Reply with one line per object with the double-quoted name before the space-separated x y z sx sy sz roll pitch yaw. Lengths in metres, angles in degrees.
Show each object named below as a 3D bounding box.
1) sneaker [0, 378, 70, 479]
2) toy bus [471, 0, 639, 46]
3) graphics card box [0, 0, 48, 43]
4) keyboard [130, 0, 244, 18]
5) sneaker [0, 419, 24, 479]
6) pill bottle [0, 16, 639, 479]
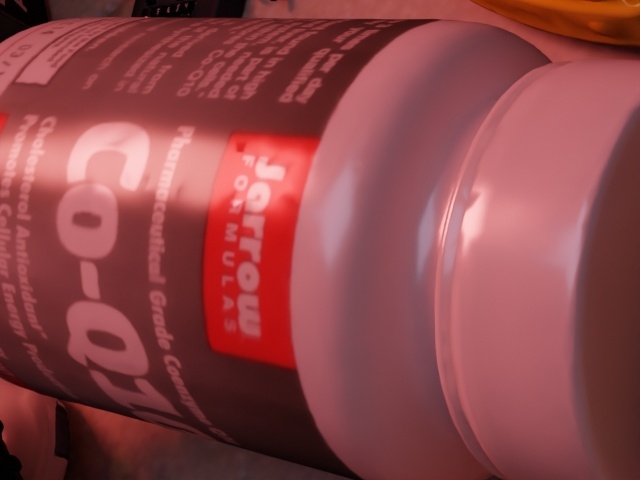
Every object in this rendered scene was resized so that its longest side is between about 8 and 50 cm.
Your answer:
"sneaker" -0.242 0.079 0.644 0.235 0.153 0.094 17 84 40
"toy bus" 0.085 -0.212 0.475 0.149 0.211 0.220 28 89 42
"graphics card box" -0.350 -0.149 0.673 0.233 0.371 0.094 -31 56 23
"keyboard" -0.054 -0.179 0.680 0.100 0.038 0.192 2 75 37
"sneaker" -0.173 0.087 0.551 0.276 0.097 0.135 41 98 -2
"pill bottle" 0.000 0.000 0.486 0.283 0.161 0.161 7 77 39
